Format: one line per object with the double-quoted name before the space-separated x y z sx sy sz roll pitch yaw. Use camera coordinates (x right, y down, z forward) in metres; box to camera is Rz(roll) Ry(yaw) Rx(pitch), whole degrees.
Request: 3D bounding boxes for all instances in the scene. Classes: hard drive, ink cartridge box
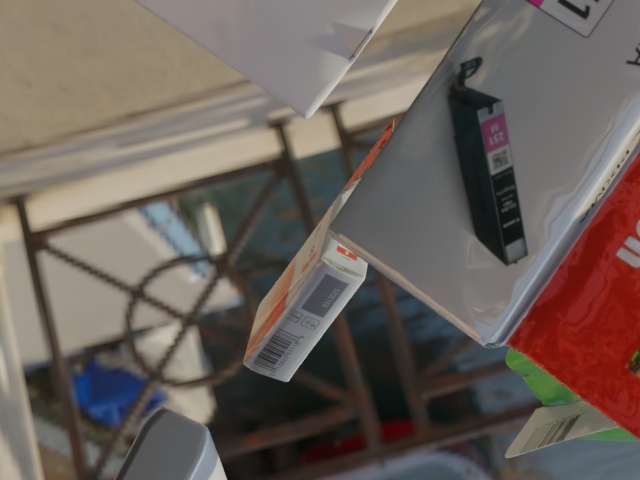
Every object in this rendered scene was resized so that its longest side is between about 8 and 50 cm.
"hard drive" -0.135 0.261 1.283 0.047 0.233 0.353 25 165 8
"ink cartridge box" 0.000 0.000 1.403 0.045 0.179 0.145 22 135 -13
"ink cartridge box" 0.178 -0.048 1.097 0.275 0.239 0.060 -56 163 4

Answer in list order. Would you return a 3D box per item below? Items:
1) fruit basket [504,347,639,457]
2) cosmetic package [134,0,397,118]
"fruit basket" 0.339 0.039 1.488 0.353 0.327 0.165 -19 119 43
"cosmetic package" -0.096 -0.322 1.726 0.385 0.156 0.217 34 126 -8
